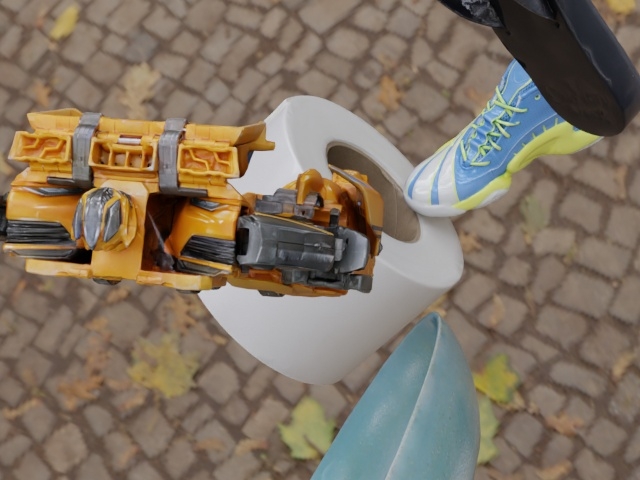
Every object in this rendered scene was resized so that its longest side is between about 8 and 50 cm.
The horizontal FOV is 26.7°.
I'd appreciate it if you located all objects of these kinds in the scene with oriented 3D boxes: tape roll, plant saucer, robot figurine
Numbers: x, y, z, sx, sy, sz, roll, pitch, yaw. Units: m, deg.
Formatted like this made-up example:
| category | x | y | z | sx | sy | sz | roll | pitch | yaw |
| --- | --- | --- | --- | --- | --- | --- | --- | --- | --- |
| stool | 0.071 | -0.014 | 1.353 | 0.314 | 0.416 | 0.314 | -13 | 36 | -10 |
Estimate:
| category | x | y | z | sx | sy | sz | roll | pitch | yaw |
| --- | --- | --- | --- | --- | --- | --- | --- | --- | --- |
| tape roll | 0.000 | 0.000 | 1.352 | 0.169 | 0.246 | 0.246 | -43 | 59 | 25 |
| plant saucer | -0.008 | 0.180 | 0.610 | 0.044 | 0.317 | 0.317 | 30 | 81 | 0 |
| robot figurine | -0.065 | -0.015 | 0.711 | 0.211 | 0.291 | 0.085 | 5 | 88 | 12 |

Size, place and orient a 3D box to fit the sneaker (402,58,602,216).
| category | x | y | z | sx | sy | sz | roll | pitch | yaw |
| --- | --- | --- | --- | --- | --- | --- | --- | --- | --- |
| sneaker | 0.179 | -0.121 | 1.339 | 0.240 | 0.126 | 0.091 | -29 | 44 | -8 |

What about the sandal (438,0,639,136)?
| category | x | y | z | sx | sy | sz | roll | pitch | yaw |
| --- | --- | --- | --- | --- | --- | --- | --- | --- | --- |
| sandal | 0.100 | -0.155 | 0.788 | 0.054 | 0.097 | 0.254 | -45 | 105 | -15 |
